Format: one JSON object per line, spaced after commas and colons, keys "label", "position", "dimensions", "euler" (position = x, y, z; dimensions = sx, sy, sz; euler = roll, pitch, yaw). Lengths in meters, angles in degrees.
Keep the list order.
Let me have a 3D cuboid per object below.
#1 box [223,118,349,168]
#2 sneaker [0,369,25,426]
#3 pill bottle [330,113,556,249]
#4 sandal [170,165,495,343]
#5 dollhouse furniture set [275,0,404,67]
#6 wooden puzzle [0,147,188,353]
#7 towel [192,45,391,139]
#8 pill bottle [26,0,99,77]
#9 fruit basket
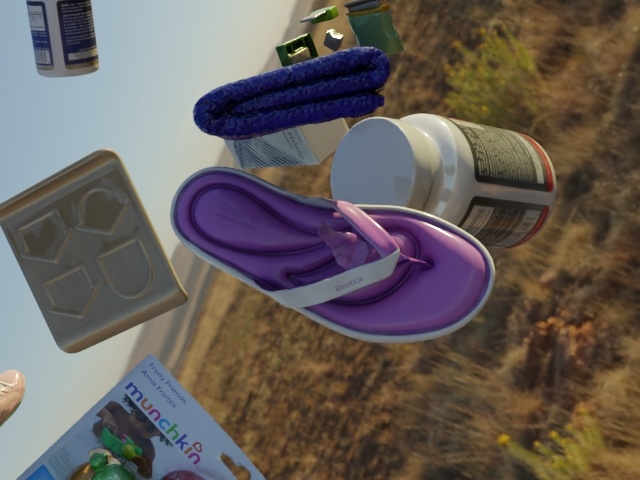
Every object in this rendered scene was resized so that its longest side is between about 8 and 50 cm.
{"label": "box", "position": [-0.072, -0.202, 1.678], "dimensions": [0.094, 0.113, 0.275], "euler": [-40, 22, -27]}
{"label": "sneaker", "position": [-0.458, 0.220, 1.259], "dimensions": [0.070, 0.051, 0.134], "euler": [86, -158, -45]}
{"label": "pill bottle", "position": [0.203, -0.094, 1.480], "dimensions": [0.210, 0.363, 0.210], "euler": [-4, 85, 45]}
{"label": "sandal", "position": [-0.004, 0.015, 1.086], "dimensions": [0.102, 0.416, 0.169], "euler": [38, -113, -72]}
{"label": "dollhouse furniture set", "position": [0.020, -0.248, 1.124], "dimensions": [0.151, 0.076, 0.058], "euler": [-3, 26, 40]}
{"label": "wooden puzzle", "position": [-0.464, 0.024, 1.864], "dimensions": [0.322, 0.348, 0.080], "euler": [-25, 6, 20]}
{"label": "towel", "position": [-0.038, -0.164, 1.113], "dimensions": [0.308, 0.227, 0.076], "euler": [-127, 19, -83]}
{"label": "pill bottle", "position": [-0.387, -0.335, 1.359], "dimensions": [0.094, 0.094, 0.169], "euler": [-85, -7, -69]}
{"label": "fruit basket", "position": [-0.192, 0.345, 1.071], "dimensions": [0.353, 0.327, 0.165], "euler": [-41, 1, 36]}
